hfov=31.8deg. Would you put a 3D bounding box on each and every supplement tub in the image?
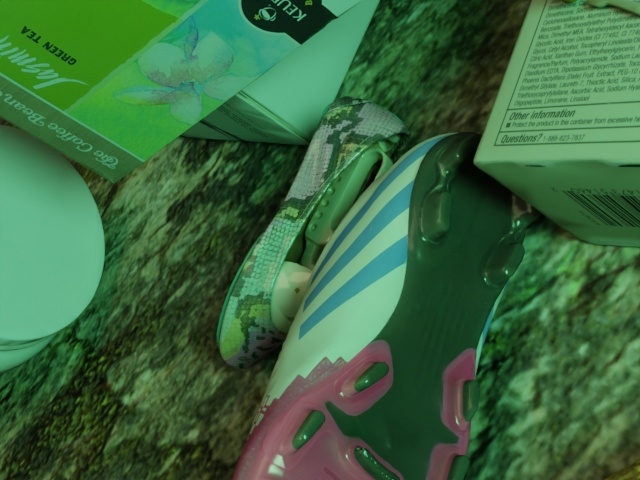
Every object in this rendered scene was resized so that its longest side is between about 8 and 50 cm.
[{"bbox_3d":[-0.392,0.033,1.118,0.331,0.241,0.241,-20,51,42],"label":"supplement tub"}]

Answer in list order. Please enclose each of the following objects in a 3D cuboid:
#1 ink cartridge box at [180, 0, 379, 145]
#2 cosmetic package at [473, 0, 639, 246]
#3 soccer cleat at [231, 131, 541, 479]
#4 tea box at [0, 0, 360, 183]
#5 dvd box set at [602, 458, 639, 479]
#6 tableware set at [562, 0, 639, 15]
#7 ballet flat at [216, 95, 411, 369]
[{"bbox_3d":[-0.082,-0.200,1.013,0.273,0.114,0.197,10,73,53],"label":"ink cartridge box"},{"bbox_3d":[0.218,-0.155,0.616,0.160,0.113,0.309,6,70,53],"label":"cosmetic package"},{"bbox_3d":[0.028,0.081,0.668,0.143,0.116,0.331,-28,28,57],"label":"soccer cleat"},{"bbox_3d":[-0.128,-0.282,0.841,0.323,0.220,0.329,-33,43,30],"label":"tea box"},{"bbox_3d":[0.127,0.259,0.453,0.420,0.062,0.308,-37,40,23],"label":"dvd box set"},{"bbox_3d":[0.168,-0.192,0.587,0.154,0.024,0.104,-59,35,2],"label":"tableware set"},{"bbox_3d":[0.000,0.000,0.816,0.079,0.077,0.221,23,83,35],"label":"ballet flat"}]
